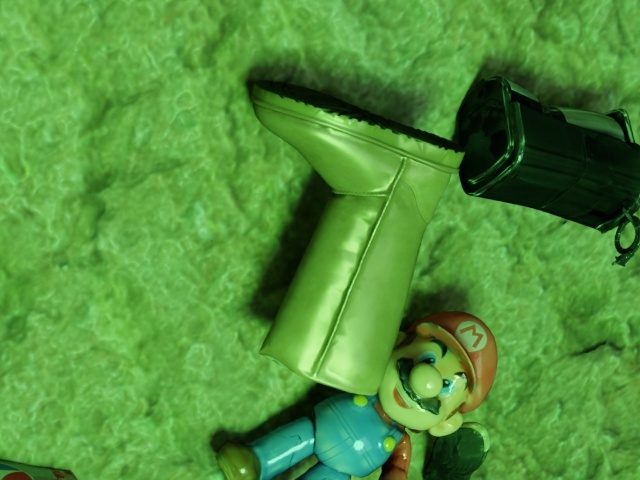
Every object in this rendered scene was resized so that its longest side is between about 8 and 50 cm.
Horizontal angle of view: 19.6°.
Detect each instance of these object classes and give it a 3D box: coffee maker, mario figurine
[{"bbox_3d":[0.244,-0.078,1.923,0.178,0.171,0.120,11,124,-32],"label":"coffee maker"},{"bbox_3d":[0.051,0.184,1.947,0.320,0.170,0.198,-36,125,-8],"label":"mario figurine"}]

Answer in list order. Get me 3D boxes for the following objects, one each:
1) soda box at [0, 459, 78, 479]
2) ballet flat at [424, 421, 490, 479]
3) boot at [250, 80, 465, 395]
[{"bbox_3d":[-0.356,0.264,1.801,0.263,0.083,0.092,16,105,-35],"label":"soda box"},{"bbox_3d":[0.155,0.239,2.073,0.049,0.057,0.173,-40,168,-27],"label":"ballet flat"},{"bbox_3d":[0.000,0.000,1.833,0.236,0.089,0.269,20,102,-12],"label":"boot"}]
